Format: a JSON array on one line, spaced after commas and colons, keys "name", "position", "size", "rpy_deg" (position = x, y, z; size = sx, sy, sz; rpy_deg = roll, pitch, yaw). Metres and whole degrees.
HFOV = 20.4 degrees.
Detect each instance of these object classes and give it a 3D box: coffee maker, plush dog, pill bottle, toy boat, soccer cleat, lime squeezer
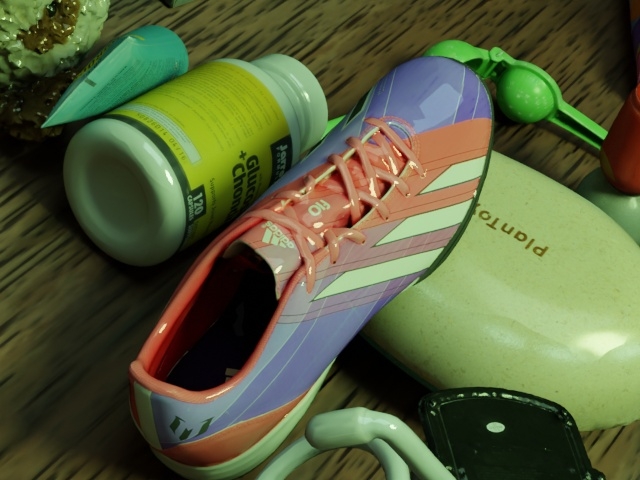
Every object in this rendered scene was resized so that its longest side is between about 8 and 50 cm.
[{"name": "coffee maker", "position": [0.073, 0.195, 0.962], "size": [0.120, 0.178, 0.171], "rpy_deg": [21, 40, -1]}, {"name": "plush dog", "position": [-0.250, -0.178, 1.215], "size": [0.225, 0.210, 0.262], "rpy_deg": [17, 69, -31]}, {"name": "pill bottle", "position": [-0.078, -0.062, 1.204], "size": [0.103, 0.103, 0.184], "rpy_deg": [40, 44, 16]}, {"name": "toy boat", "position": [0.155, 0.012, 1.236], "size": [0.267, 0.148, 0.318], "rpy_deg": [36, 50, 19]}, {"name": "soccer cleat", "position": [0.000, 0.000, 1.070], "size": [0.108, 0.116, 0.318], "rpy_deg": [32, 73, 23]}, {"name": "lime squeezer", "position": [0.141, -0.104, 1.392], "size": [0.310, 0.059, 0.110], "rpy_deg": [8, 44, -20]}]

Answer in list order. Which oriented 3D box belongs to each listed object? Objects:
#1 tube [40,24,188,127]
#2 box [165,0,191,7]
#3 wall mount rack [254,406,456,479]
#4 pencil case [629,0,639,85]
[{"name": "tube", "position": [-0.133, -0.113, 1.196], "size": [0.052, 0.080, 0.207], "rpy_deg": [41, 11, -2]}, {"name": "box", "position": [-0.093, -0.294, 1.468], "size": [0.183, 0.056, 0.231], "rpy_deg": [44, 45, 18]}, {"name": "wall mount rack", "position": [-0.084, 0.218, 0.846], "size": [0.130, 0.304, 0.350], "rpy_deg": [48, 36, -37]}, {"name": "pencil case", "position": [0.322, -0.203, 1.553], "size": [0.104, 0.104, 0.236], "rpy_deg": [19, 43, -8]}]
